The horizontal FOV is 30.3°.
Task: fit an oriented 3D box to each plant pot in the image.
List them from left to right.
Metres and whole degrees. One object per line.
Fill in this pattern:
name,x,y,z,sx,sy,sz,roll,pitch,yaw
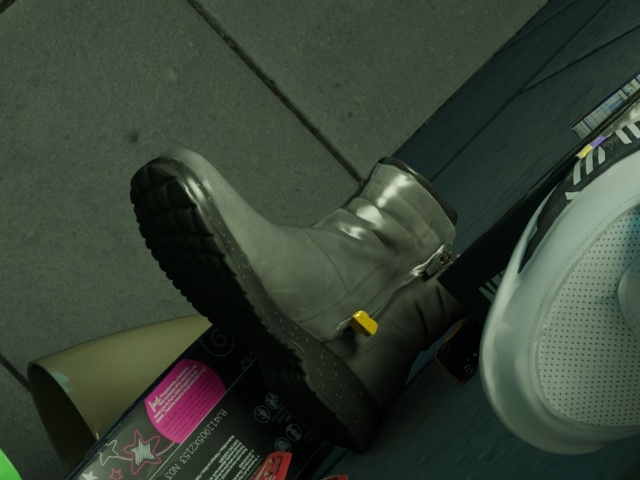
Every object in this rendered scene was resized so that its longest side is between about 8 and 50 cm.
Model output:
plant pot,-0.178,0.202,1.465,0.274,0.256,0.256,-27,-3,-26

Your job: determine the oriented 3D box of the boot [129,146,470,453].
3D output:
boot,0.000,0.000,1.018,0.118,0.338,0.222,11,54,48

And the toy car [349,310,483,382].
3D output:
toy car,0.085,0.072,0.975,0.060,0.122,0.040,-64,7,-15

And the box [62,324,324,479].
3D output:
box,-0.132,0.226,1.112,0.247,0.163,0.142,-48,4,-36

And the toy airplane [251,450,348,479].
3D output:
toy airplane,-0.036,0.223,0.992,0.151,0.028,0.151,-31,15,10

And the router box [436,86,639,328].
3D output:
router box,0.220,-0.056,0.768,0.243,0.081,0.309,-41,-5,-15

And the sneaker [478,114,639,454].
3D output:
sneaker,0.200,-0.004,0.462,0.366,0.137,0.210,-39,4,24

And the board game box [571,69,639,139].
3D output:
board game box,0.310,-0.136,1.036,0.194,0.060,0.194,-35,-6,-44

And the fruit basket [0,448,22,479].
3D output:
fruit basket,-0.373,0.326,0.894,0.392,0.282,0.392,-28,20,11

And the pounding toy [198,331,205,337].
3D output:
pounding toy,-0.033,0.108,1.344,0.154,0.155,0.269,-47,3,26
